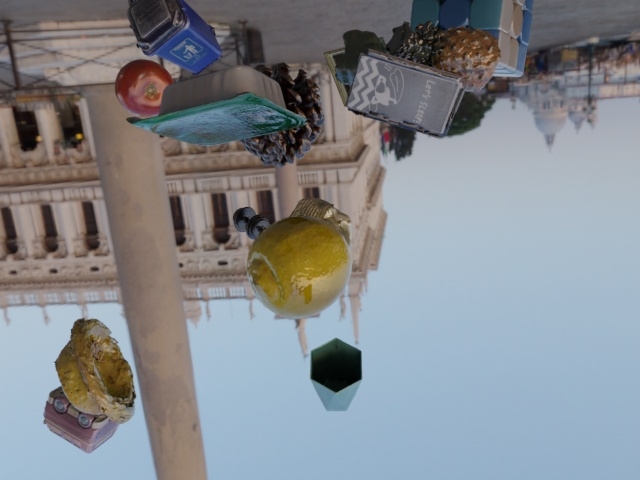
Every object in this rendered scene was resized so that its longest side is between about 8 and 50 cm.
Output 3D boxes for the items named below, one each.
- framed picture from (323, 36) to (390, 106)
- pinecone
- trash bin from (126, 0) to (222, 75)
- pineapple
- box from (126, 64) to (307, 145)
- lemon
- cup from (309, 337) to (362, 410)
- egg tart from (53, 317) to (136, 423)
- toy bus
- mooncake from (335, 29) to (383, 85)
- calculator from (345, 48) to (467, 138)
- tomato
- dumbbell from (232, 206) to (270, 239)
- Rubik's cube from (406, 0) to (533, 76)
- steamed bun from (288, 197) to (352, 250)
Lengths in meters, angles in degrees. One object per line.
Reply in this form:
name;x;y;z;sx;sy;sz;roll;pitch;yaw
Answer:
framed picture;0.179;-0.682;2.253;0.296;0.232;0.019;-24;-177;-23
pinecone;-0.168;-0.502;2.172;0.397;0.398;0.398;-5;-166;1
trash bin;-0.392;-0.574;1.531;0.162;0.184;0.234;-30;162;18
pineapple;0.297;-0.476;1.403;0.278;0.158;0.158;16;-167;-5
box;-0.226;-0.309;1.281;0.336;0.106;0.264;-7;175;26
lemon;-0.064;0.081;1.788;0.347;0.348;0.348;-5;-166;1
cup;0.040;0.372;1.508;0.134;0.236;0.148;3;-121;2
egg tart;-0.554;0.332;1.386;0.118;0.288;0.288;-29;-161;-8
toy bus;-0.722;0.528;1.699;0.202;0.142;0.142;24;-160;13
mooncake;0.112;-0.571;1.745;0.168;0.175;0.104;-24;156;12
calculator;0.211;-0.362;1.396;0.274;0.166;0.028;16;-151;-4
tomato;-0.578;-0.500;1.844;0.195;0.195;0.136;-16;-150;-36
dumbbell;-0.254;-0.064;2.052;0.099;0.099;0.208;-16;-148;-38
Rubik's cube;0.551;-0.790;2.042;0.346;0.344;0.347;12;-166;34
steamed bun;0.000;0.000;2.236;0.275;0.320;0.206;-8;152;17
